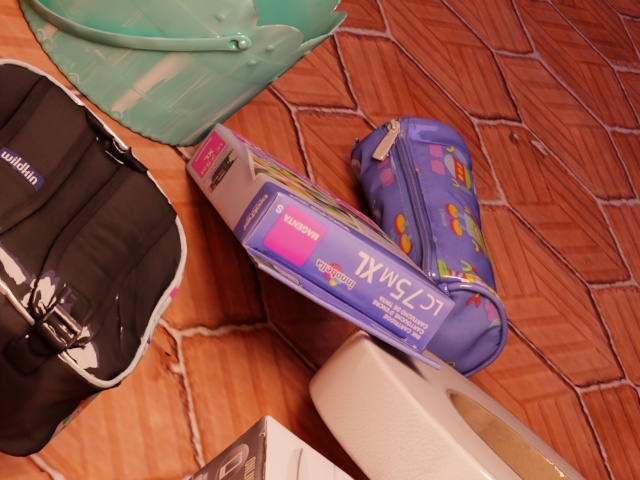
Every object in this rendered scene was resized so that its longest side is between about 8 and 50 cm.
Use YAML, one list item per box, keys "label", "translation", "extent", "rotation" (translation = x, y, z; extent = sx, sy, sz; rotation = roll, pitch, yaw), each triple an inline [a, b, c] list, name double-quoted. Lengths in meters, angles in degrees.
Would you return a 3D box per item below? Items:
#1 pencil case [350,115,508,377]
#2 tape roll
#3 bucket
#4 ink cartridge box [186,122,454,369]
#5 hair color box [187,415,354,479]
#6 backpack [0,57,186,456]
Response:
- label: "pencil case"
  translation: [0.103, -0.003, 1.914]
  extent: [0.306, 0.119, 0.133]
  rotation: [-98, 164, -51]
- label: "tape roll"
  translation: [0.159, 0.216, 1.604]
  extent: [0.392, 0.072, 0.392]
  rotation: [39, 6, -5]
- label: "bucket"
  translation: [-0.131, -0.234, 1.791]
  extent: [0.281, 0.183, 0.281]
  rotation: [38, 26, -22]
- label: "ink cartridge box"
  translation: [0.000, 0.000, 1.666]
  extent: [0.186, 0.065, 0.311]
  rotation: [32, 8, -20]
- label: "hair color box"
  translation: [0.048, 0.298, 1.403]
  extent: [0.339, 0.110, 0.185]
  rotation: [41, 24, -21]
- label: "backpack"
  translation: [-0.210, 0.007, 1.297]
  extent: [0.225, 0.191, 0.253]
  rotation: [46, 32, -11]
